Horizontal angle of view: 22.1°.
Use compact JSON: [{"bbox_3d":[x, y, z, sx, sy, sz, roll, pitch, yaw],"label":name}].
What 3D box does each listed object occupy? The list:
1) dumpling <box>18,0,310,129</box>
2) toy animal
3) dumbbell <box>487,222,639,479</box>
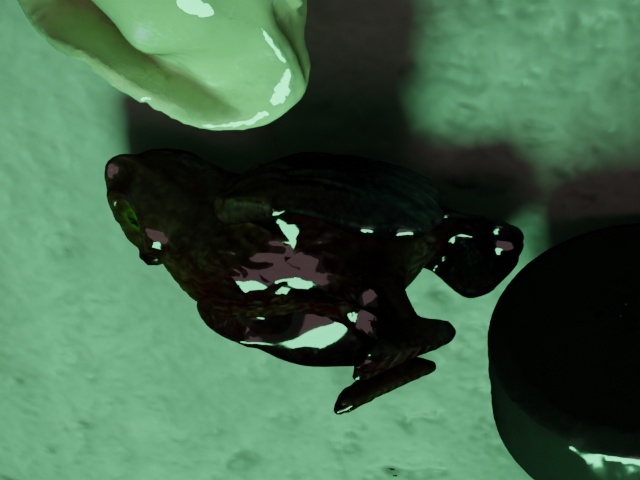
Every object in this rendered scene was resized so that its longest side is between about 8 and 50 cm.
[{"bbox_3d":[-0.077,-0.124,0.659,0.134,0.100,0.169,-9,130,20],"label":"dumpling"},{"bbox_3d":[-0.008,-0.003,0.786,0.179,0.116,0.218,37,162,10],"label":"toy animal"},{"bbox_3d":[0.165,0.116,0.813,0.153,0.152,0.218,-3,132,10],"label":"dumbbell"}]
